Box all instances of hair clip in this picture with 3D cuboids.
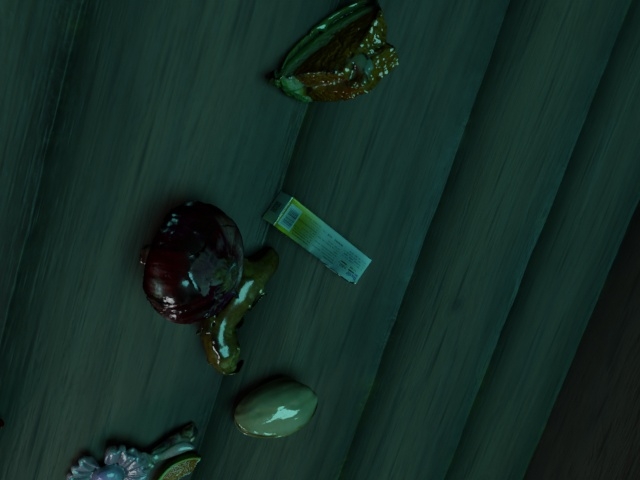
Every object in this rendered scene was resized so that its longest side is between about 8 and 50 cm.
[{"bbox_3d":[-0.417,0.515,1.333,0.301,0.069,0.172,-21,118,-25],"label":"hair clip"}]

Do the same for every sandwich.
[{"bbox_3d":[-0.358,0.563,1.415,0.135,0.029,0.067,-34,129,-19],"label":"sandwich"},{"bbox_3d":[0.054,-0.387,1.223,0.292,0.212,0.109,-56,143,-19],"label":"sandwich"}]

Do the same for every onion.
[{"bbox_3d":[-0.272,0.047,1.174,0.252,0.219,0.252,8,90,-77],"label":"onion"}]

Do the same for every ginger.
[{"bbox_3d":[-0.194,0.153,1.320,0.133,0.107,0.309,20,93,-22],"label":"ginger"}]

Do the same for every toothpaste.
[{"bbox_3d":[0.000,0.000,1.407,0.313,0.071,0.089,38,84,-36],"label":"toothpaste"}]

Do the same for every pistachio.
[{"bbox_3d":[-0.110,0.425,1.454,0.215,0.144,0.143,-17,117,-16],"label":"pistachio"}]

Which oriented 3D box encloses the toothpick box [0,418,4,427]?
[{"bbox_3d":[-0.662,0.392,1.141,0.047,0.047,0.083,18,97,-36],"label":"toothpick box"}]
